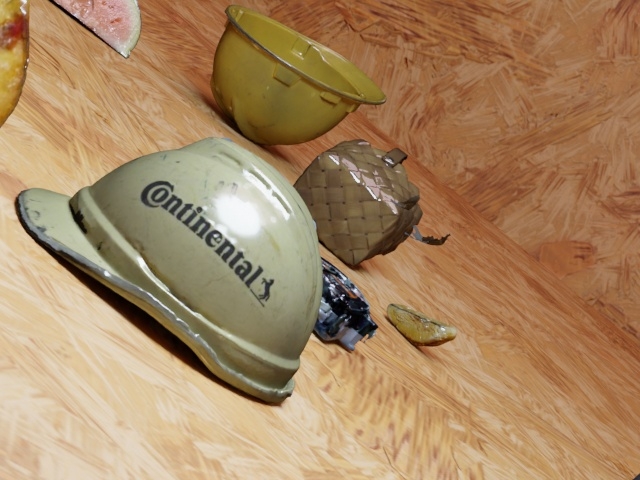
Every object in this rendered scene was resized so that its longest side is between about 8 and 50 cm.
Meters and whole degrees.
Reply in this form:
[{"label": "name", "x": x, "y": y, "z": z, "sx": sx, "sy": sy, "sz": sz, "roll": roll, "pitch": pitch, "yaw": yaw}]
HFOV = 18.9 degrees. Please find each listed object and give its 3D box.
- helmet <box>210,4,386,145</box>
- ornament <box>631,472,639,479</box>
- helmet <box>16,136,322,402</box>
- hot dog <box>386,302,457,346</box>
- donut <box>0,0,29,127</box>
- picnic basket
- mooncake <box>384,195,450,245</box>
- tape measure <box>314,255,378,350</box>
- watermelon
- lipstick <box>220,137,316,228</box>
[{"label": "helmet", "x": -0.053, "y": -0.193, "z": 2.513, "sx": 0.257, "sy": 0.140, "sz": 0.205, "roll": 21, "pitch": 20, "yaw": -45}, {"label": "ornament", "x": 0.317, "y": 0.298, "z": 1.623, "sx": 0.153, "sy": 0.166, "sz": 0.196, "roll": 46, "pitch": -3, "yaw": 34}, {"label": "helmet", "x": -0.087, "y": -0.008, "z": 1.459, "sx": 0.257, "sy": 0.137, "sz": 0.204, "roll": 37, "pitch": 9, "yaw": -10}, {"label": "hot dog", "x": 0.105, "y": 0.095, "z": 2.059, "sx": 0.090, "sy": 0.034, "sz": 0.030, "roll": 22, "pitch": 7, "yaw": 42}, {"label": "donut", "x": -0.341, "y": -0.235, "z": 1.582, "sx": 0.295, "sy": 0.151, "sz": 0.112, "roll": 37, "pitch": -1, "yaw": -7}, {"label": "picnic basket", "x": 0.053, "y": -0.050, "z": 2.253, "sx": 0.138, "sy": 0.128, "sz": 0.178, "roll": 42, "pitch": 19, "yaw": 8}, {"label": "mooncake", "x": 0.004, "y": -0.012, "z": 1.784, "sx": 0.347, "sy": 0.057, "sz": 0.150, "roll": 3, "pitch": 24, "yaw": -36}, {"label": "tape measure", "x": 0.007, "y": 0.055, "z": 1.796, "sx": 0.094, "sy": 0.054, "sz": 0.091, "roll": 49, "pitch": 12, "yaw": 29}, {"label": "watermelon", "x": -0.294, "y": -0.297, "z": 2.399, "sx": 0.163, "sy": 0.087, "sz": 0.069, "roll": 39, "pitch": -29, "yaw": -13}, {"label": "lipstick", "x": -0.068, "y": -0.049, "z": 2.032, "sx": 0.158, "sy": 0.048, "sz": 0.048, "roll": 45, "pitch": 11, "yaw": 36}]
